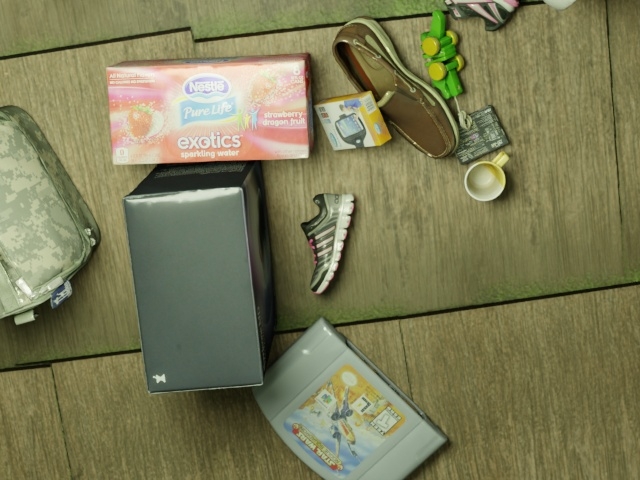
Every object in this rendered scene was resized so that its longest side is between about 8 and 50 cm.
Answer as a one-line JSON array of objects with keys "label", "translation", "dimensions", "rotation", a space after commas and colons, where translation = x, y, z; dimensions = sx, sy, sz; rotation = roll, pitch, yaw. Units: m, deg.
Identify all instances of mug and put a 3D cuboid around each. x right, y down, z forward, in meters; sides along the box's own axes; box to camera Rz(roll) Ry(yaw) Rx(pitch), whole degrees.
[{"label": "mug", "translation": [0.262, -0.100, 1.879], "dimensions": [0.078, 0.064, 0.062], "rotation": [-15, 102, 6]}]

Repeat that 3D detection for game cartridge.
[{"label": "game cartridge", "translation": [0.039, 0.293, 1.988], "dimensions": [0.297, 0.062, 0.198], "rotation": [44, 97, -7]}]

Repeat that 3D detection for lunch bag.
[{"label": "lunch bag", "translation": [-0.493, -0.035, 1.831], "dimensions": [0.213, 0.256, 0.305], "rotation": [-27, 101, 9]}]

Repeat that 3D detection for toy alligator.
[{"label": "toy alligator", "translation": [0.188, -0.260, 1.855], "dimensions": [0.051, 0.056, 0.189], "rotation": [1, 112, 47]}]

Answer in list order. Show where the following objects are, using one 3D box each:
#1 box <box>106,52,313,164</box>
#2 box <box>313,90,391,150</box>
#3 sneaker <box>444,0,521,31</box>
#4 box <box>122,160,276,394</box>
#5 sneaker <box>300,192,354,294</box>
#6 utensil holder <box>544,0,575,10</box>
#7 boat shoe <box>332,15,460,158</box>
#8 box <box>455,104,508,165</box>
[{"label": "box", "translation": [-0.163, -0.203, 1.834], "dimensions": [0.300, 0.142, 0.154], "rotation": [-1, 102, 3]}, {"label": "box", "translation": [0.043, -0.182, 1.841], "dimensions": [0.028, 0.136, 0.081], "rotation": [-36, 110, -33]}, {"label": "sneaker", "translation": [0.209, -0.374, 1.818], "dimensions": [0.178, 0.072, 0.077], "rotation": [30, 113, 1]}, {"label": "box", "translation": [-0.170, 0.042, 1.815], "dimensions": [0.183, 0.294, 0.296], "rotation": [-5, 103, 4]}, {"label": "sneaker", "translation": [0.000, 0.000, 1.917], "dimensions": [0.075, 0.063, 0.170], "rotation": [15, 98, -1]}, {"label": "utensil holder", "translation": [0.266, -0.554, 1.645], "dimensions": [0.385, 0.327, 0.327], "rotation": [33, 102, -2]}, {"label": "boat shoe", "translation": [0.106, -0.218, 1.832], "dimensions": [0.257, 0.095, 0.095], "rotation": [48, 129, -3]}, {"label": "box", "translation": [0.244, -0.166, 1.887], "dimensions": [0.083, 0.018, 0.067], "rotation": [-26, 101, 8]}]
